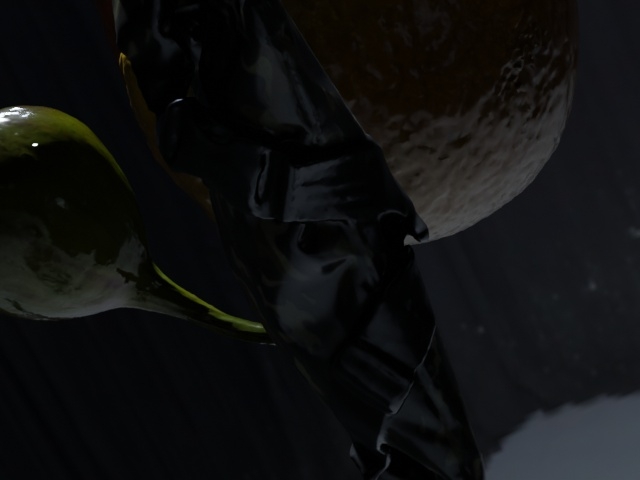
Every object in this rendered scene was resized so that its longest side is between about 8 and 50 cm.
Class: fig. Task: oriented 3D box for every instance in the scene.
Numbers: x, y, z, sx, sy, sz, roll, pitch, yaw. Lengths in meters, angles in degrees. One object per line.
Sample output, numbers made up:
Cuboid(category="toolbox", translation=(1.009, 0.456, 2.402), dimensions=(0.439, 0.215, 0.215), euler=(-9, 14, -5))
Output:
Cuboid(category="fig", translation=(-0.118, 0.010, 1.004), dimensions=(0.124, 0.236, 0.124), euler=(-155, 90, -87))

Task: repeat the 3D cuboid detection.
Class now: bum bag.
Cuboid(category="bum bag", translation=(0.001, 0.000, 0.602), dimensions=(0.069, 0.248, 0.102), euler=(-41, 24, -28))

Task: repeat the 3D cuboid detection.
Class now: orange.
Cuboid(category="orange", translation=(0.020, -0.141, 1.247), dimensions=(0.322, 0.322, 0.357), euler=(-8, 10, 41))

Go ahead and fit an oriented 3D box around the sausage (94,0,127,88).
Cuboid(category="sausage", translation=(-0.129, -0.200, 1.461), dimensions=(0.133, 0.258, 0.133), euler=(-12, 32, 8))
